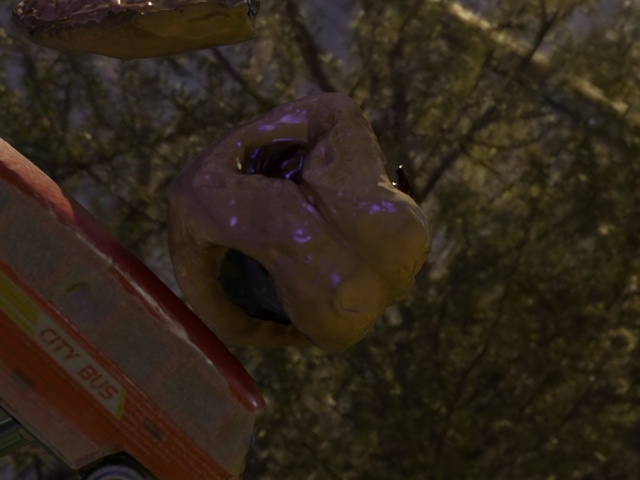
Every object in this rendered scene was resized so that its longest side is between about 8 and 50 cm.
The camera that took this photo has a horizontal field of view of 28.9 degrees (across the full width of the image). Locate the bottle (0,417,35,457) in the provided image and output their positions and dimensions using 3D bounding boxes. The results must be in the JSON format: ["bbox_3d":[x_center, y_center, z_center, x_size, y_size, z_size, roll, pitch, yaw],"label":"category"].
[{"bbox_3d":[-0.282,0.178,1.133,0.083,0.030,0.030,-27,-11,37],"label":"bottle"}]

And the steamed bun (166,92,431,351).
[{"bbox_3d":[0.000,0.000,0.799,0.172,0.155,0.141,-35,-59,-15],"label":"steamed bun"}]

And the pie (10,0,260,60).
[{"bbox_3d":[-0.139,-0.179,0.931,0.185,0.218,0.052,-2,-65,-4],"label":"pie"}]

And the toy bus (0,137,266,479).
[{"bbox_3d":[-0.141,0.055,0.687,0.120,0.265,0.121,-45,12,-2],"label":"toy bus"}]
